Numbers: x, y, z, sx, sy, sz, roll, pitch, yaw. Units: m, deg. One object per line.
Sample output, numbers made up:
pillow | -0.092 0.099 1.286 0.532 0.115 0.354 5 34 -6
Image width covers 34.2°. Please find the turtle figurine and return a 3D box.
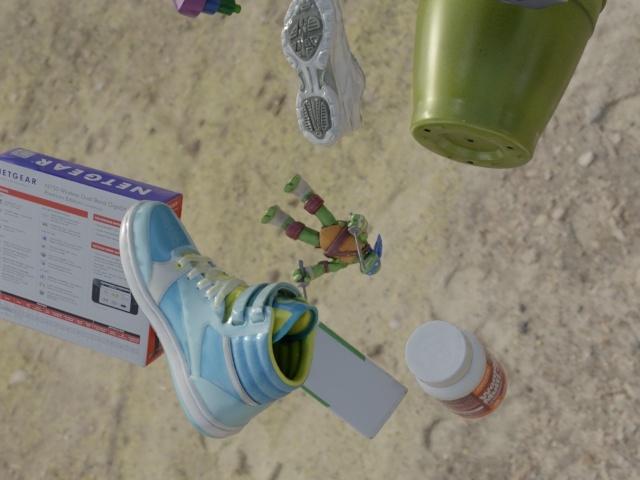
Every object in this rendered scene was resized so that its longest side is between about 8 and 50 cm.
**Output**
turtle figurine | 0.000 0.000 2.209 0.274 0.266 0.198 -45 -9 -37

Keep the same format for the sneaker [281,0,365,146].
sneaker | 0.013 -0.257 1.499 0.090 0.115 0.232 6 107 34

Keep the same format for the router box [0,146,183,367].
router box | -0.413 0.027 1.794 0.336 0.082 0.301 17 113 16

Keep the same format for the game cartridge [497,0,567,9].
game cartridge | 0.248 -0.441 1.696 0.198 0.297 0.062 -124 47 -76

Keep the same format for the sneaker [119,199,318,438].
sneaker | -0.112 0.063 1.276 0.208 0.127 0.319 -30 81 34

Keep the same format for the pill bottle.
pill bottle | 0.222 0.211 1.697 0.121 0.221 0.121 -10 65 21

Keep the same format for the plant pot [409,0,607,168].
plant pot | 0.328 -0.337 1.989 0.367 0.366 0.352 3 74 47

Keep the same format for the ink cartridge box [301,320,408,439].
ink cartridge box | 0.035 0.247 1.923 0.117 0.201 0.278 -53 1 -4

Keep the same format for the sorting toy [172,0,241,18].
sorting toy | -0.081 -0.445 1.470 0.365 0.126 0.127 -49 45 39
